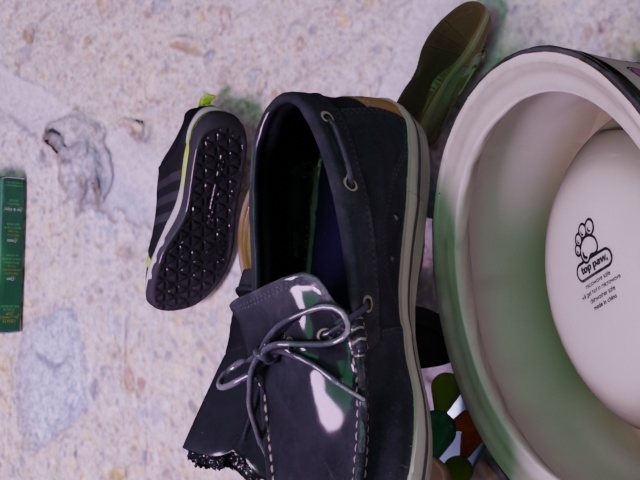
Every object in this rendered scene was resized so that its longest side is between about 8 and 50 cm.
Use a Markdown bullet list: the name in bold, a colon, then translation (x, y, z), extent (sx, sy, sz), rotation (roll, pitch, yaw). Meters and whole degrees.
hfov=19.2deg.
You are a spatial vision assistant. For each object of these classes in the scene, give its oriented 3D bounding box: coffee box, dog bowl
- **coffee box**: translation (-0.402, 0.017, 2.237), extent (0.113, 0.040, 0.184), rotation (-1, 88, 38)
- **dog bowl**: translation (0.258, 0.035, 1.582), extent (0.408, 0.150, 0.408), rotation (31, 125, 58)

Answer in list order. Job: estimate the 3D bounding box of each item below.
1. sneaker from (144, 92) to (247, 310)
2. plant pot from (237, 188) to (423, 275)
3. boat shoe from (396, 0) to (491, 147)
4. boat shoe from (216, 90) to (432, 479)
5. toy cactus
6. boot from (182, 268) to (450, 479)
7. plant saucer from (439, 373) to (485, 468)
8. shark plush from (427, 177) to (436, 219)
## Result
- **sneaker**: translation (-0.137, -0.040, 2.030), extent (0.097, 0.084, 0.234), rotation (37, 111, 58)
- **plant pot**: translation (0.000, 0.000, 1.936), extent (0.236, 0.032, 0.236), rotation (-1, 89, 37)
- **boat shoe**: translation (0.125, -0.161, 1.844), extent (0.056, 0.048, 0.153), rotation (38, 105, 45)
- **boat shoe**: translation (-0.003, 0.091, 1.676), extent (0.187, 0.156, 0.500), rotation (-20, 59, 47)
- **toy cactus**: translation (0.087, 0.217, 1.735), extent (0.112, 0.180, 0.219), rotation (25, 81, 7)
- **boot**: translation (0.004, 0.151, 1.823), extent (0.246, 0.094, 0.207), rotation (12, 78, 16)
- **plant saucer**: translation (0.155, 0.146, 1.822), extent (0.067, 0.018, 0.192), rotation (37, 109, 32)
- **shark plush**: translation (0.087, -0.051, 1.836), extent (0.161, 0.073, 0.067), rotation (52, 159, 21)
